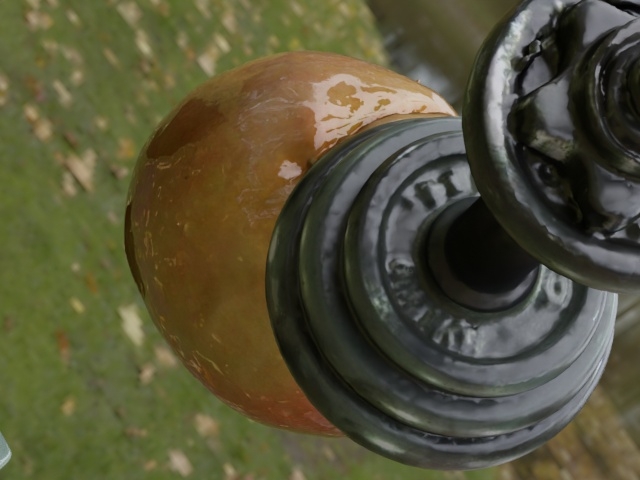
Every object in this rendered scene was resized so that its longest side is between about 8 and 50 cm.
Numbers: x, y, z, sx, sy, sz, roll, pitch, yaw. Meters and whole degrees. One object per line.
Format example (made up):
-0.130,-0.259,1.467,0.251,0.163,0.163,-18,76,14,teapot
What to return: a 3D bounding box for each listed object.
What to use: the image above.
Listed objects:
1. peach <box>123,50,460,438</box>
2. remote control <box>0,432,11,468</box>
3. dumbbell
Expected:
0.000,0.000,0.772,0.184,0.184,0.184,51,11,-14,peach
-0.221,0.140,0.541,0.050,0.145,0.344,54,19,-3,remote control
0.058,-0.010,0.446,0.110,0.110,0.254,55,-21,7,dumbbell
